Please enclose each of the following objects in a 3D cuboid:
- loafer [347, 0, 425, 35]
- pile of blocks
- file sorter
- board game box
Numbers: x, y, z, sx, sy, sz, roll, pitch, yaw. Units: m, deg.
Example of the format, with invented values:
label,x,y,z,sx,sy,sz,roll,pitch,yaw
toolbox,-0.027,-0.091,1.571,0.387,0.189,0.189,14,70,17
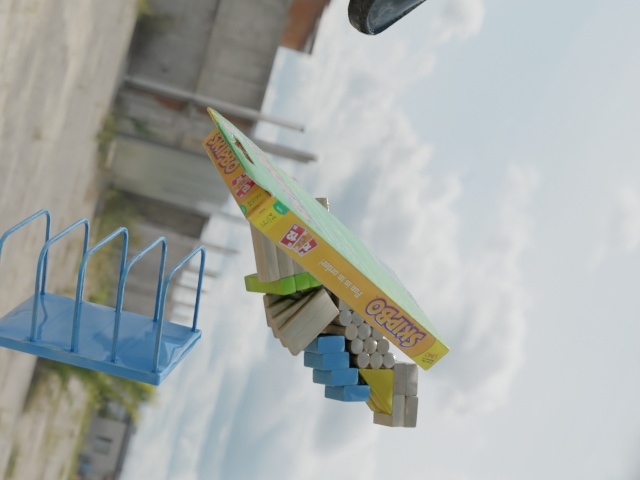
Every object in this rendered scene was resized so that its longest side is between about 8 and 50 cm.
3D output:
label,x,y,z,sx,sy,sz,roll,pitch,yaw
loafer,0.119,-0.281,1.341,0.223,0.078,0.076,-44,151,-3
pile of blocks,-0.008,0.104,1.727,0.149,0.362,0.112,-41,-157,-28
file sorter,-0.201,0.047,1.253,0.118,0.170,0.104,-50,151,-68
board game box,0.000,0.000,1.097,0.039,0.259,0.124,-41,-143,6
